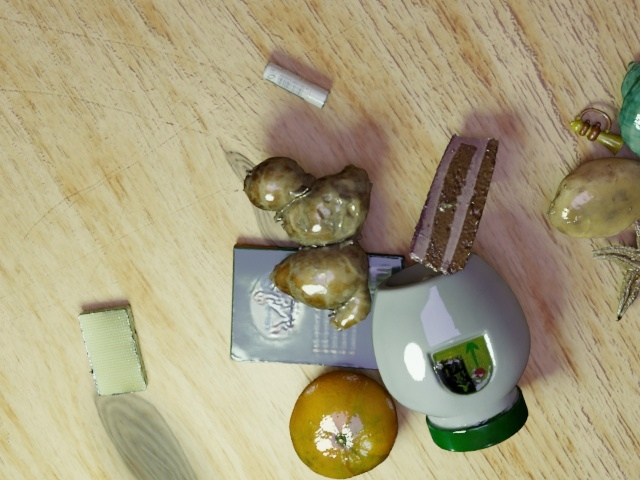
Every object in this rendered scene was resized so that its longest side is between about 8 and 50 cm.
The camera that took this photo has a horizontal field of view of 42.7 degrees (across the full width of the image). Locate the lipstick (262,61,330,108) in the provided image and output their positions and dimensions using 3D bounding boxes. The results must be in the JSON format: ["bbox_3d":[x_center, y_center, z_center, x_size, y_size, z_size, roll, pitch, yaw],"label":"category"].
[{"bbox_3d":[-0.051,-0.320,1.685,0.141,0.040,0.040,27,103,0],"label":"lipstick"}]

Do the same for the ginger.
[{"bbox_3d":[0.000,0.000,1.658,0.256,0.176,0.375,-14,91,-6],"label":"ginger"}]

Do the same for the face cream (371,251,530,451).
[{"bbox_3d":[0.269,0.221,1.662,0.312,0.219,0.357,-21,102,0],"label":"face cream"}]

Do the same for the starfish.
[{"bbox_3d":[0.671,0.059,1.678,0.240,0.043,0.227,4,104,2],"label":"starfish"}]

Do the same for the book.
[{"bbox_3d":[-0.010,0.147,1.774,0.371,0.043,0.260,4,99,4],"label":"book"}]

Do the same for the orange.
[{"bbox_3d":[0.048,0.398,1.748,0.240,0.171,0.240,1,103,6],"label":"orange"}]

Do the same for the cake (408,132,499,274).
[{"bbox_3d":[0.264,-0.065,1.616,0.116,0.113,0.295,18,66,11],"label":"cake"}]

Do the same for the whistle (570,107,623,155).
[{"bbox_3d":[0.556,-0.221,1.636,0.109,0.046,0.057,32,129,4],"label":"whistle"}]

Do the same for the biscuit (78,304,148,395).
[{"bbox_3d":[-0.465,0.249,1.843,0.121,0.040,0.199,-9,101,6],"label":"biscuit"}]

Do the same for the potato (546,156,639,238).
[{"bbox_3d":[0.563,-0.092,1.627,0.234,0.128,0.161,-36,111,7],"label":"potato"}]

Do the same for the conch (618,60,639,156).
[{"bbox_3d":[0.642,-0.255,1.574,0.134,0.196,0.202,0,76,19],"label":"conch"}]
